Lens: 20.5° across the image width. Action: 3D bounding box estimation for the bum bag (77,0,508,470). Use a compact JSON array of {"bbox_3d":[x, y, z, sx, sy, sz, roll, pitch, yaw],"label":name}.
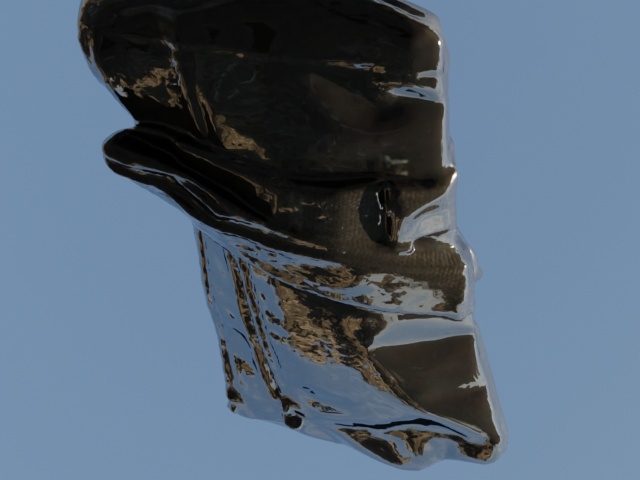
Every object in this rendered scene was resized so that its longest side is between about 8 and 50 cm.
[{"bbox_3d":[0.000,0.000,0.625,0.123,0.060,0.248,6,-34,17],"label":"bum bag"}]
